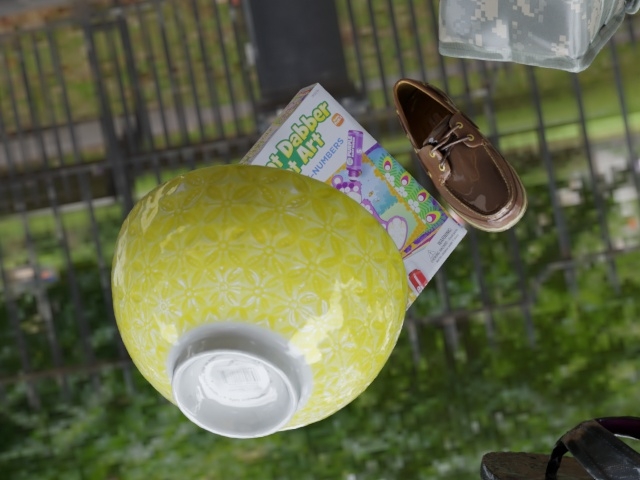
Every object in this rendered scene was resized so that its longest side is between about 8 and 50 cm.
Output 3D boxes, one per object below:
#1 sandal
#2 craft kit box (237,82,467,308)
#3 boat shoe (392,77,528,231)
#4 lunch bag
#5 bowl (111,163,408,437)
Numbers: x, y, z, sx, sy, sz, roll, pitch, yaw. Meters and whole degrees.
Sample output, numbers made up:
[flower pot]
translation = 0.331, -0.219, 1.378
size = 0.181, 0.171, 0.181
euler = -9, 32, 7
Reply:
[sandal]
translation = 0.344, 0.236, 1.579
size = 0.167, 0.107, 0.445
euler = -2, -172, -42
[craft kit box]
translation = 0.000, 0.000, 1.808
size = 0.250, 0.246, 0.061
euler = -52, -167, -19
[boat shoe]
translation = 0.112, -0.075, 1.410
size = 0.064, 0.178, 0.060
euler = -41, 140, 8
[lunch bag]
translation = 0.228, -0.319, 1.581
size = 0.168, 0.235, 0.287
euler = 10, -151, 22
[bowl]
translation = -0.066, 0.089, 1.525
size = 0.289, 0.289, 0.156
euler = -10, -141, 17
